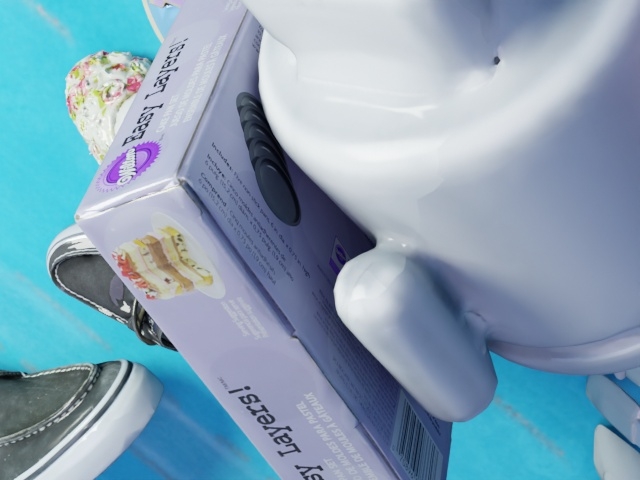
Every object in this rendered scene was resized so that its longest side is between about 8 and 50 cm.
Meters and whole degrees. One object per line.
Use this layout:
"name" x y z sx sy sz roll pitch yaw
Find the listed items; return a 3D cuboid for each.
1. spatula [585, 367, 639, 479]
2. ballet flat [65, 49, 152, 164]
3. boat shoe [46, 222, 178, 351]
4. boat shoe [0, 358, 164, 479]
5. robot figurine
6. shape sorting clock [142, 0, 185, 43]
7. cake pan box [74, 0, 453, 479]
"spatula" 0.220 0.140 0.712 0.019 0.242 0.168 -13 115 -14
"ballet flat" -0.069 -0.034 0.753 0.241 0.091 0.077 49 163 1
"boat shoe" -0.092 0.047 0.828 0.229 0.076 0.080 17 122 6
"boat shoe" -0.270 0.153 0.913 0.335 0.121 0.119 -26 113 29
"robot figurine" 0.107 -0.060 0.595 0.200 0.300 0.353 20 163 43
"shape sorting clock" -0.013 -0.160 0.711 0.206 0.040 0.206 7 120 13
"cake pan box" 0.000 0.000 0.652 0.070 0.245 0.267 -17 125 26
